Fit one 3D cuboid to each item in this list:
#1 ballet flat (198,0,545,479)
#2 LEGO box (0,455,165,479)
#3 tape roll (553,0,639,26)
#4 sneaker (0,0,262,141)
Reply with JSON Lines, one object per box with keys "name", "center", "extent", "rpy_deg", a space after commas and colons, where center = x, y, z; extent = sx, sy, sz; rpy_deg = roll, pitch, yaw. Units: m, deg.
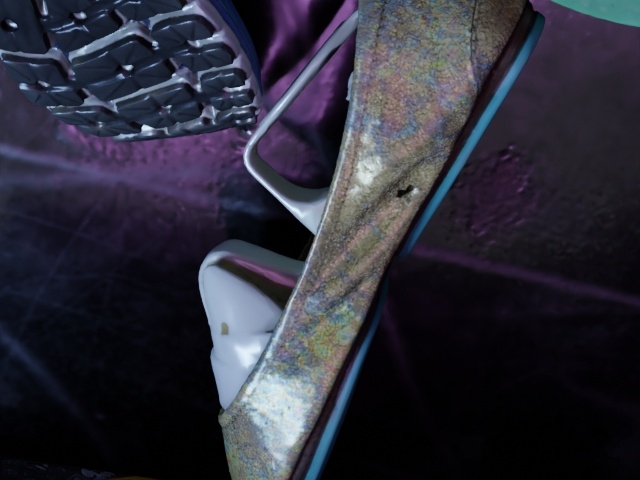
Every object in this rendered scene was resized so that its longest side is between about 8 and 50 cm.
{"name": "ballet flat", "center": [0.000, 0.000, 0.995], "extent": [0.123, 0.123, 0.348], "rpy_deg": [22, 111, -8]}
{"name": "LEGO box", "center": [-0.030, 0.315, 1.000], "extent": [0.500, 0.372, 0.193], "rpy_deg": [8, 115, -2]}
{"name": "tape roll", "center": [0.181, -0.264, 0.883], "extent": [0.321, 0.077, 0.321], "rpy_deg": [1, 116, 2]}
{"name": "sneaker", "center": [-0.114, -0.178, 0.904], "extent": [0.130, 0.147, 0.330], "rpy_deg": [-7, 138, 26]}
